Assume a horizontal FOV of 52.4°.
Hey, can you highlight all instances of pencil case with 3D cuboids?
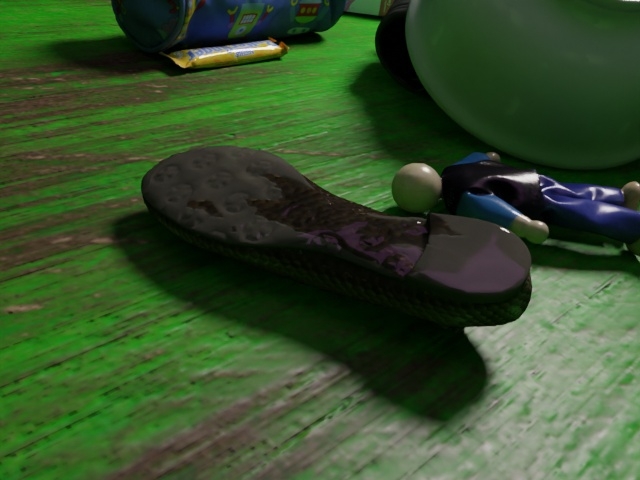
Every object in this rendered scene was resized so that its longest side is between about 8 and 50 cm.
[{"bbox_3d":[-0.090,-0.301,0.773,0.306,0.133,0.119,-26,79,-43],"label":"pencil case"}]

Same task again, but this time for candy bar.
[{"bbox_3d":[-0.102,-0.208,0.725,0.040,0.018,0.162,33,39,33],"label":"candy bar"}]

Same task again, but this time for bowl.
[{"bbox_3d":[0.240,-0.225,0.617,0.298,0.134,0.297,4,62,-7],"label":"bowl"}]

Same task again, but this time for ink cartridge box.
[{"bbox_3d":[0.034,-0.415,1.049,0.198,0.067,0.115,5,30,-6],"label":"ink cartridge box"}]

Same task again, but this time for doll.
[{"bbox_3d":[0.147,-0.030,0.479,0.189,0.046,0.129,9,30,-2],"label":"doll"}]

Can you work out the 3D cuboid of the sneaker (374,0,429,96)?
[{"bbox_3d":[0.192,-0.196,0.726,0.296,0.104,0.147,27,48,16],"label":"sneaker"}]

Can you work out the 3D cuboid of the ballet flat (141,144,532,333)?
[{"bbox_3d":[0.000,0.000,0.392,0.250,0.058,0.084,16,53,20],"label":"ballet flat"}]
